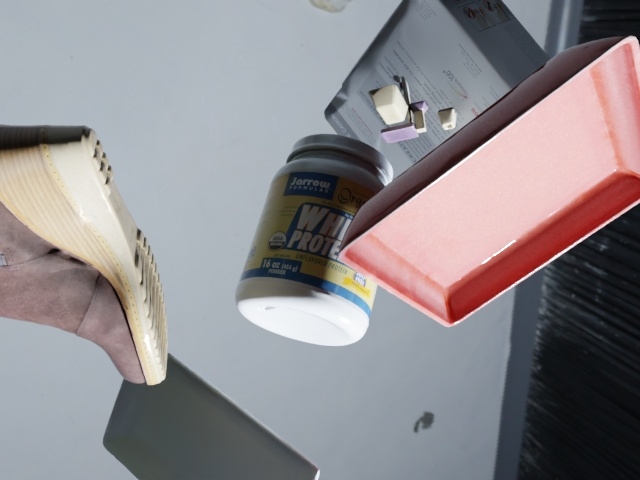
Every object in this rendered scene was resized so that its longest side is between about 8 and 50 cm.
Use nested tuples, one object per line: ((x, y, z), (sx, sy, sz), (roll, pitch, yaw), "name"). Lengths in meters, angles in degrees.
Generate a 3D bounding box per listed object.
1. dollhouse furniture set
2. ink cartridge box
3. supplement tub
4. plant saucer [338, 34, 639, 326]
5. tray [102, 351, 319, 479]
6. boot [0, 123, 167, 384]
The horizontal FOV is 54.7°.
((0.104, -0.181, 0.733), (0.114, 0.091, 0.081), (30, 53, -66), "dollhouse furniture set")
((0.188, -0.159, 0.860), (0.130, 0.272, 0.309), (-31, 82, -38), "ink cartridge box")
((0.000, 0.000, 0.678), (0.144, 0.144, 0.199), (30, 63, -32), "supplement tub")
((0.166, -0.037, 0.554), (0.259, 0.048, 0.258), (-37, 145, 15), "plant saucer")
((-0.121, 0.220, 0.644), (0.030, 0.270, 0.145), (11, 103, -56), "tray")
((-0.244, 0.033, 0.488), (0.207, 0.090, 0.248), (-13, 120, -3), "boot")
